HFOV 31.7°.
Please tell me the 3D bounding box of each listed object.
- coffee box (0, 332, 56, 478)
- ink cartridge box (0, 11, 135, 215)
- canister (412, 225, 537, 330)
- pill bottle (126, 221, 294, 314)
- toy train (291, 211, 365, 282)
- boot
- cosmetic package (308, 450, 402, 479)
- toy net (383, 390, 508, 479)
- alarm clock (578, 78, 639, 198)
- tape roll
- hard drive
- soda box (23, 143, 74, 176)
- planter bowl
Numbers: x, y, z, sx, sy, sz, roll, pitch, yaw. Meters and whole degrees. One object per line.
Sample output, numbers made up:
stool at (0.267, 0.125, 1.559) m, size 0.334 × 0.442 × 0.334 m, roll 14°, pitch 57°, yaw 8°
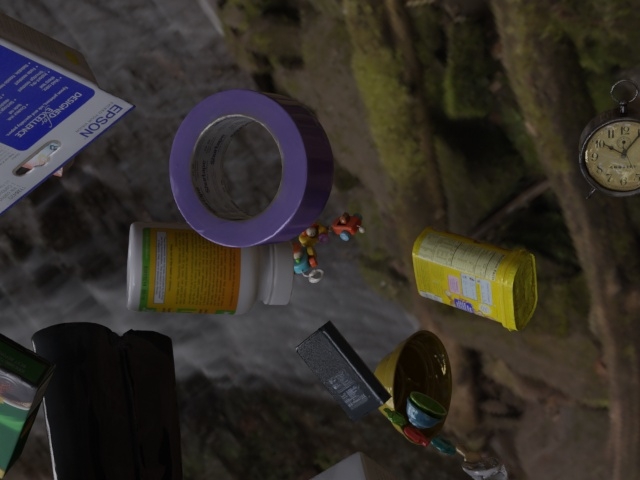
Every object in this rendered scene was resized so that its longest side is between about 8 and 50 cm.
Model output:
coffee box at (-0.339, 0.158, 1.128) m, size 0.113 × 0.040 × 0.184 m, roll 31°, pitch 134°, yaw -3°
ink cartridge box at (-0.448, -0.159, 1.421) m, size 0.307 × 0.303 × 0.072 m, roll 22°, pitch -141°, yaw -54°
canister at (0.226, 0.053, 1.661) m, size 0.169 × 0.073 × 0.126 m, roll 18°, pitch 139°, yaw 32°
pill bottle at (-0.169, 0.044, 1.722) m, size 0.136 × 0.245 × 0.136 m, roll -177°, pitch 90°, yaw -79°
toy train at (0.000, 0.000, 2.074) m, size 0.125 × 0.166 × 0.046 m, roll 8°, pitch 140°, yaw 43°
boot at (-0.336, 0.300, 1.486) m, size 0.367 × 0.146 × 0.445 m, roll 23°, pitch -135°, yaw -40°
cosmetic package at (0.147, 0.544, 1.795) m, size 0.453 × 0.161 × 0.230 m, roll 41°, pitch -157°, yaw -39°
toy net at (0.211, 0.320, 1.775) m, size 0.232 × 0.045 × 0.122 m, roll 35°, pitch -170°, yaw 30°
alarm clock at (0.451, -0.152, 1.680) m, size 0.064 × 0.129 × 0.192 m, roll -72°, pitch -20°, yaw -57°
tape roll at (-0.084, -0.087, 1.371) m, size 0.189 × 0.189 × 0.080 m, roll 52°, pitch -159°, yaw 14°
hard drive at (0.029, 0.182, 1.562) m, size 0.135 × 0.022 × 0.094 m, roll 51°, pitch 144°, yaw 3°
soda box at (-0.497, -0.164, 1.852) m, size 0.058 × 0.183 × 0.063 m, roll -70°, pitch -6°, yaw -59°
planter bowl at (0.162, 0.280, 2.173) m, size 0.090 × 0.217 × 0.217 m, roll -1°, pitch 137°, yaw 36°
